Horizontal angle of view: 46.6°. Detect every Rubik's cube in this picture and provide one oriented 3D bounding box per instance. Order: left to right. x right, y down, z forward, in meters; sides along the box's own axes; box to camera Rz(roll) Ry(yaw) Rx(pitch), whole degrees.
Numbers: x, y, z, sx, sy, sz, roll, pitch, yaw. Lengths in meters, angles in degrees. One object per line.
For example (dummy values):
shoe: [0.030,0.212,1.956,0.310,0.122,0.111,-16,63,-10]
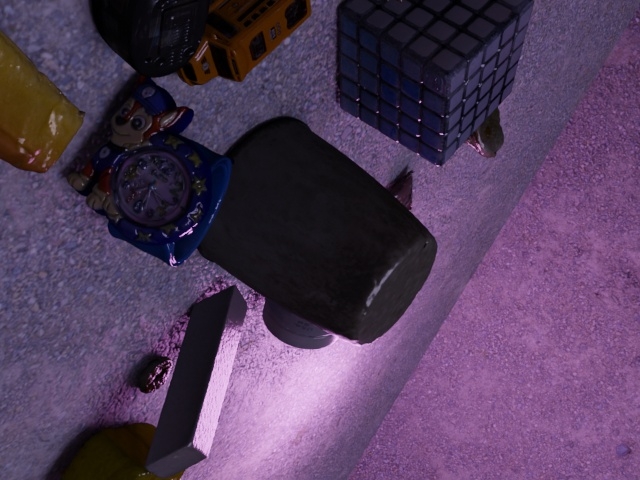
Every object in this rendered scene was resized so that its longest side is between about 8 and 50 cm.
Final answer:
Rubik's cube: [0.190,-0.316,1.272,0.238,0.237,0.237,-45,155,-22]

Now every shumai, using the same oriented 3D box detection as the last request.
shumai: [0.356,-0.283,1.794,0.201,0.120,0.201,24,60,-50]

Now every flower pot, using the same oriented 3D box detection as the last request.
flower pot: [0.000,0.000,1.238,0.293,0.330,0.294,-40,153,-26]

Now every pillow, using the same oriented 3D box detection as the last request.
pillow: [0.195,-0.094,1.848,0.118,0.043,0.185,-50,161,-24]

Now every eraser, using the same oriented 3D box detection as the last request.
eraser: [-0.220,0.254,1.354,0.111,0.077,0.352,71,29,-61]

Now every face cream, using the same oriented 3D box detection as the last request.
face cream: [-0.021,0.114,1.546,0.177,0.177,0.153,-28,146,-46]

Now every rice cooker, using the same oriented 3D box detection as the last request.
rice cooker: [-0.183,-0.260,0.811,0.112,0.106,0.165,-32,160,-34]

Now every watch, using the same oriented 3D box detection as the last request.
watch: [-0.203,-0.073,0.988,0.196,0.171,0.200,-54,172,-3]

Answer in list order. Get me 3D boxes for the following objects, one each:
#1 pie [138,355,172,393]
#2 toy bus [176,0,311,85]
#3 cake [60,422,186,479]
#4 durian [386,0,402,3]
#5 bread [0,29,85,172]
pie: [-0.307,0.252,1.394,0.084,0.020,0.084,-42,155,-25]
toy bus: [-0.102,-0.274,0.962,0.194,0.088,0.083,-47,157,-17]
cake: [-0.365,0.452,1.388,0.179,0.156,0.260,-56,159,2]
durian: [0.104,-0.437,0.947,0.258,0.258,0.293,-55,152,2]
bread: [-0.325,-0.147,0.704,0.094,0.102,0.245,-57,159,-10]
